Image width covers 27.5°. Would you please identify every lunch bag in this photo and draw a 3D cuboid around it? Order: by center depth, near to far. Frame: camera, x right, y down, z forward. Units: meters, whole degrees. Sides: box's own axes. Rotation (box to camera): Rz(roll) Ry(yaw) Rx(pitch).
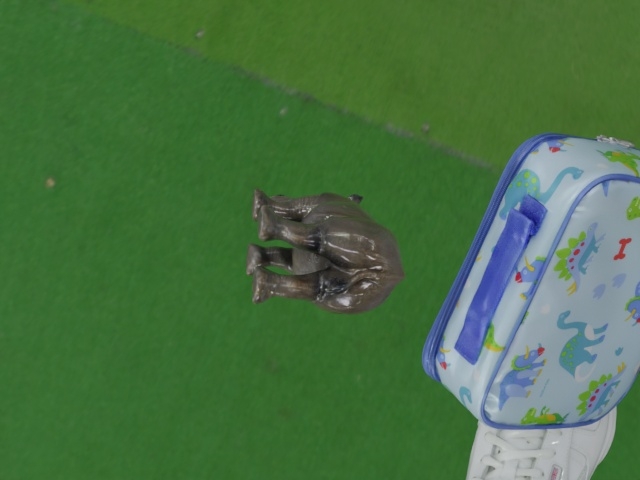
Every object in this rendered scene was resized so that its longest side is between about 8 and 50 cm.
[{"bbox_3d":[0.180,0.031,0.966,0.090,0.176,0.219,40,118,43],"label":"lunch bag"}]

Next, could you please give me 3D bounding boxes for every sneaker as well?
[{"bbox_3d":[0.179,0.210,1.121,0.114,0.152,0.305,10,97,20],"label":"sneaker"}]

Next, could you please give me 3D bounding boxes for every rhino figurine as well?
[{"bbox_3d":[0.000,0.000,0.969,0.106,0.243,0.073,7,101,-6],"label":"rhino figurine"}]
